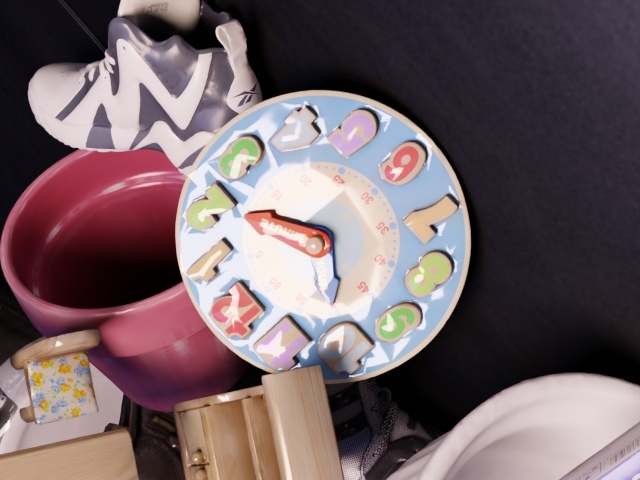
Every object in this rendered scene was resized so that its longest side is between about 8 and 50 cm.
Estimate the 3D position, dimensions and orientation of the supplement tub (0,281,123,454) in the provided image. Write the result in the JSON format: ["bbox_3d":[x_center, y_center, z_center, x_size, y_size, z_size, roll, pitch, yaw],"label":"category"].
[{"bbox_3d":[-0.375,0.152,1.258,0.338,0.207,0.207,23,133,35],"label":"supplement tub"}]

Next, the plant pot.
[{"bbox_3d":[-0.135,0.038,0.936,0.201,0.201,0.180,27,149,32],"label":"plant pot"}]

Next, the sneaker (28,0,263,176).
[{"bbox_3d":[-0.140,-0.143,0.870,0.235,0.094,0.153,24,132,34],"label":"sneaker"}]

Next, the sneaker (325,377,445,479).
[{"bbox_3d":[0.036,0.121,0.883,0.153,0.101,0.268,9,100,0],"label":"sneaker"}]

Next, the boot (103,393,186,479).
[{"bbox_3d":[-0.074,0.188,1.018,0.229,0.263,0.091,15,130,-2],"label":"boot"}]

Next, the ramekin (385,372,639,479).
[{"bbox_3d":[0.146,0.233,0.714,0.277,0.277,0.135,52,150,3],"label":"ramekin"}]

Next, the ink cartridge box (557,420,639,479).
[{"bbox_3d":[0.233,0.120,0.613,0.207,0.046,0.097,-41,89,18],"label":"ink cartridge box"}]

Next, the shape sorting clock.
[{"bbox_3d":[0.000,0.000,0.785,0.206,0.040,0.206,2,103,10],"label":"shape sorting clock"}]

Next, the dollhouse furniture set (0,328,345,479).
[{"bbox_3d":[-0.128,0.162,0.745,0.161,0.242,0.212,-23,77,57],"label":"dollhouse furniture set"}]
